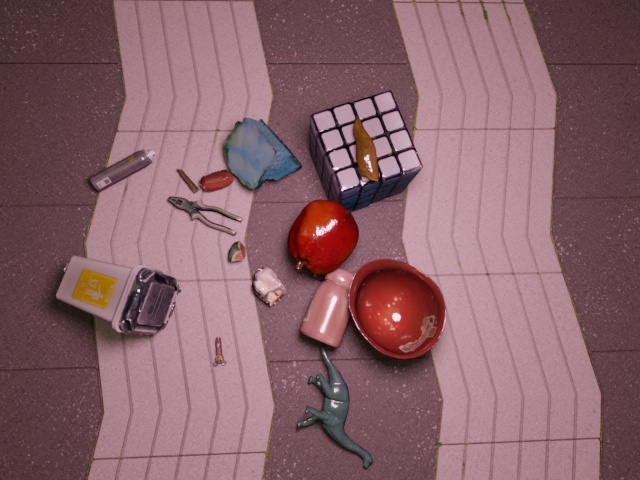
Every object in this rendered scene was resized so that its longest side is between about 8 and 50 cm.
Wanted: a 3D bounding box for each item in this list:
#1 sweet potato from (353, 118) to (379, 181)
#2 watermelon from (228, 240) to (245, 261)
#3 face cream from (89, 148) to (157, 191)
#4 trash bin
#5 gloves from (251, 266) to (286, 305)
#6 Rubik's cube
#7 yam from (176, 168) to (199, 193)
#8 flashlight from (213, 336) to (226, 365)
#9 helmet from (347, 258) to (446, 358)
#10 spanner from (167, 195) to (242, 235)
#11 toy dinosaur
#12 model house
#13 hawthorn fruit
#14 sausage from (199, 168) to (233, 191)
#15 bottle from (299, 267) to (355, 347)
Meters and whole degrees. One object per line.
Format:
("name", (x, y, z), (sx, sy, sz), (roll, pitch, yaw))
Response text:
("sweet potato", (0.153, -0.323, 1.483), (0.076, 0.077, 0.244), (-12, 82, -5))
("watermelon", (-0.347, 0.055, 1.741), (0.072, 0.085, 0.092), (41, 118, -15))
("face cream", (-0.829, -0.305, 1.783), (0.283, 0.073, 0.073), (-31, 82, -8))
("trash bin", (-0.764, 0.201, 1.613), (0.366, 0.296, 0.256), (13, 79, 14))
("gloves", (-0.217, 0.185, 1.714), (0.114, 0.070, 0.153), (-40, 76, -1))
("Rubik's cube", (0.162, -0.335, 1.698), (0.336, 0.344, 0.344), (-20, 80, -5))
("yam", (-0.569, -0.261, 1.808), (0.033, 0.027, 0.130), (-41, 84, 30))
("flashlight", (-0.403, 0.440, 1.673), (0.051, 0.031, 0.111), (-6, 79, -3))
("helmet", (0.271, 0.269, 1.636), (0.384, 0.230, 0.338), (38, 76, 7))
("spanner", (-0.491, -0.115, 1.777), (0.324, 0.040, 0.096), (23, 78, 1))
("toy dinosaur", (0.101, 0.644, 1.635), (0.330, 0.129, 0.384), (21, 77, -9))
("model house", (-0.233, -0.369, 1.790), (0.261, 0.241, 0.226), (51, 124, 18))
("hawthorn fruit", (0.000, 0.000, 1.622), (0.265, 0.265, 0.307), (31, 71, 4))
("sausage", (-0.442, -0.254, 1.791), (0.141, 0.076, 0.076), (-20, 80, -8))
("bottle", (0.031, 0.250, 1.667), (0.206, 0.173, 0.297), (14, 76, 35))
